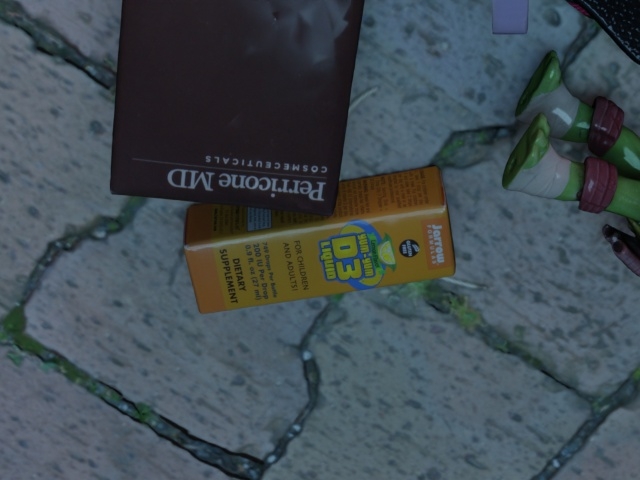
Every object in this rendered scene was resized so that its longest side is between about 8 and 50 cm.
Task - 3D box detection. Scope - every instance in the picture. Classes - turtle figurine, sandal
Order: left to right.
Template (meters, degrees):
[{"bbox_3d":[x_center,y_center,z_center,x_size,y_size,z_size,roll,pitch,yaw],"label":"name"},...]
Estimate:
[{"bbox_3d":[0.226,-0.215,1.298,0.067,0.040,0.179,-41,96,-4],"label":"sandal"},{"bbox_3d":[0.305,-0.070,1.299,0.266,0.275,0.197,23,80,-8],"label":"turtle figurine"}]

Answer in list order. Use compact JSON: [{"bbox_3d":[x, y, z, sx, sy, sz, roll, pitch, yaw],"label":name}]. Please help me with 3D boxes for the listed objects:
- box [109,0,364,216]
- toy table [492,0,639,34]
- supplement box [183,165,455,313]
[{"bbox_3d":[-0.060,-0.222,1.245,0.191,0.143,0.381,5,118,-4],"label":"box"},{"bbox_3d":[0.208,-0.291,1.166,0.161,0.252,0.274,2,104,7],"label":"toy table"},{"bbox_3d":[0.000,0.000,1.391,0.233,0.080,0.078,-10,119,2],"label":"supplement box"}]
